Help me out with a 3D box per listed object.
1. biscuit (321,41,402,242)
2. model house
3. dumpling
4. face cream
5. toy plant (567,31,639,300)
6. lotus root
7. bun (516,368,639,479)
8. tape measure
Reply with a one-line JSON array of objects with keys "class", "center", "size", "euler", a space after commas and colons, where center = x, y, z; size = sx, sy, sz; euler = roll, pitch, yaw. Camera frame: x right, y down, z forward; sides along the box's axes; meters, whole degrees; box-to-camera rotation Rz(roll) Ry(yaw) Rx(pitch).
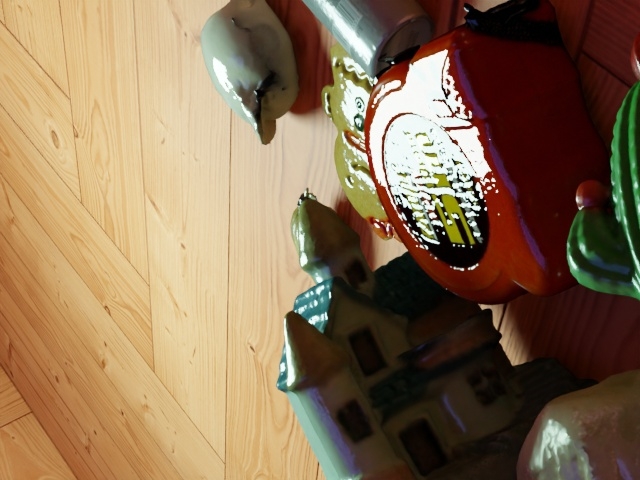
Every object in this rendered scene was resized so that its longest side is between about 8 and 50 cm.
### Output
[{"class": "biscuit", "center": [0.055, -0.101, 1.218], "size": [0.166, 0.036, 0.225], "euler": [38, 144, 39]}, {"class": "model house", "center": [0.071, 0.094, 1.087], "size": [0.325, 0.267, 0.194], "euler": [62, 157, 5]}, {"class": "dumpling", "center": [-0.083, -0.201, 1.327], "size": [0.176, 0.092, 0.150], "euler": [57, 167, 3]}, {"class": "face cream", "center": [0.001, -0.274, 1.120], "size": [0.269, 0.073, 0.107], "euler": [52, 146, 23]}, {"class": "toy plant", "center": [0.257, -0.054, 0.769], "size": [0.154, 0.240, 0.088], "euler": [15, 162, 32]}, {"class": "lotus root", "center": [0.000, 0.000, 1.370], "size": [0.072, 0.063, 0.152], "euler": [-108, 1, -58]}, {"class": "bun", "center": [0.264, 0.213, 0.919], "size": [0.133, 0.231, 0.231], "euler": [-76, -18, -56]}, {"class": "tape measure", "center": [0.142, -0.071, 1.004], "size": [0.260, 0.114, 0.253], "euler": [-9, 105, 66]}]
